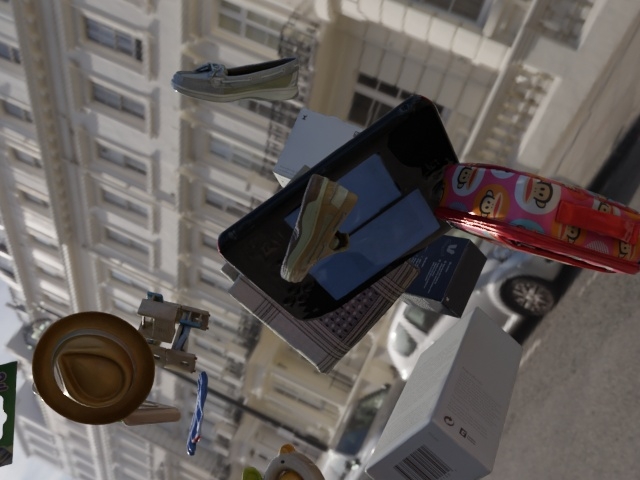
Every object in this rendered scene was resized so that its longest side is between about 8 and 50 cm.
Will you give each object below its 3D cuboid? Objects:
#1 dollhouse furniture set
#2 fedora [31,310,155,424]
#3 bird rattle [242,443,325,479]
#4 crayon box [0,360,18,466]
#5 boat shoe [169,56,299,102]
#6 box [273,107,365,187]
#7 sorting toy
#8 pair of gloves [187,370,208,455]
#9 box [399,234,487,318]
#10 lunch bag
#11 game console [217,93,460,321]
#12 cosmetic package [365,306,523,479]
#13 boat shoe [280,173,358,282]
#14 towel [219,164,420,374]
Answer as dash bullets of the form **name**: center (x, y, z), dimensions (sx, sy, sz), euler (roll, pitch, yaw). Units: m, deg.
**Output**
- **dollhouse furniture set**: center (-0.305, 0.169, 1.507), dimensions (0.183, 0.129, 0.129), euler (107, 175, -47)
- **fedora**: center (-0.357, 0.205, 1.125), dimensions (0.194, 0.194, 0.079), euler (-65, 13, -7)
- **bird rattle**: center (-0.059, 0.529, 1.424), dimensions (0.143, 0.253, 0.206), euler (2, -60, -40)
- **crayon box**: center (-0.548, 0.294, 0.928), dimensions (0.323, 0.083, 0.203), euler (-10, -56, -41)
- **boat shoe**: center (-0.205, -0.398, 1.740), dimensions (0.118, 0.321, 0.103), euler (-125, 37, -59)
- **box**: center (0.009, -0.195, 1.723), dimensions (0.119, 0.181, 0.181), euler (59, -126, -72)
- **sorting toy**: center (-0.383, 0.297, 1.292), dimensions (0.193, 0.208, 0.038), euler (31, -107, -69)
- **pair of gloves**: center (-0.277, 0.390, 1.602), dimensions (0.198, 0.023, 0.159), euler (118, 159, -56)
- **box**: center (0.257, 0.072, 1.582), dimensions (0.093, 0.158, 0.155), euler (40, -109, -40)
- **lunch bag**: center (0.347, -0.033, 1.070), dimensions (0.258, 0.293, 0.120), euler (21, 96, 60)
- **game console**: center (0.061, -0.029, 1.171), dimensions (0.387, 0.060, 0.342), euler (-36, -31, 4)
- **cosmetic package**: center (0.289, 0.367, 1.596), dimensions (0.230, 0.161, 0.453), euler (-49, 0, 34)
- **boat shoe**: center (0.000, 0.000, 0.876), dimensions (0.190, 0.072, 0.068), euler (112, 174, -56)
- **towel**: center (-0.016, 0.063, 1.426), dimensions (0.312, 0.324, 0.056), euler (-50, -6, 21)
